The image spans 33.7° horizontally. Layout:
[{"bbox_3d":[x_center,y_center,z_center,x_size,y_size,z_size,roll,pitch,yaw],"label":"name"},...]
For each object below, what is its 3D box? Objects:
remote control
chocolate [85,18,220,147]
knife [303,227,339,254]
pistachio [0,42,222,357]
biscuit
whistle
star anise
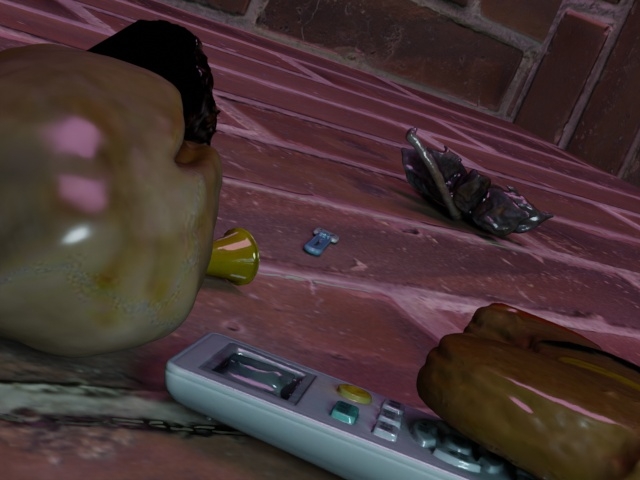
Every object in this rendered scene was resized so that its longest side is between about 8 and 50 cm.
[{"bbox_3d":[0.055,0.125,0.588,0.293,0.051,0.103,23,7,6],"label":"remote control"},{"bbox_3d":[-0.164,-0.135,1.111,0.156,0.156,0.133,30,-10,27],"label":"chocolate"},{"bbox_3d":[0.000,0.000,1.047,0.027,0.010,0.096,24,14,5],"label":"knife"},{"bbox_3d":[-0.159,-0.021,0.617,0.166,0.197,0.288,63,-15,-21],"label":"pistachio"},{"bbox_3d":[0.252,0.137,0.674,0.368,0.076,0.394,26,5,12],"label":"biscuit"},{"bbox_3d":[-0.104,0.009,0.795,0.109,0.046,0.057,0,40,-43],"label":"whistle"},{"bbox_3d":[0.196,-0.070,1.459,0.262,0.081,0.230,25,10,-41],"label":"star anise"}]
